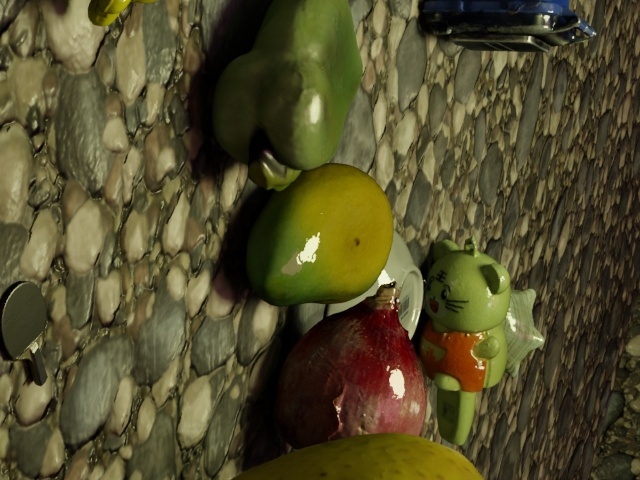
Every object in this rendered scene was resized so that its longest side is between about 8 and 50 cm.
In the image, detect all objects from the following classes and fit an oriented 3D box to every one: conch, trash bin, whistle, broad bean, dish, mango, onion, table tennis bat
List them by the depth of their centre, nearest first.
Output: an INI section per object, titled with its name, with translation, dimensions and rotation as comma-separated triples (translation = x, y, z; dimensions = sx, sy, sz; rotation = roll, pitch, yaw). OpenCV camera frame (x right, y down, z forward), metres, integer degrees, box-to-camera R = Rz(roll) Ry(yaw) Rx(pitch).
[table tennis bat]
translation = -0.203, 0.066, 0.953
dimensions = 0.050, 0.007, 0.083
rotation = -55, 146, -46
[broad bean]
translation = -0.017, -0.134, 1.199
dimensions = 0.169, 0.100, 0.228
rotation = 81, 26, -52
[mango]
translation = 0.001, -0.007, 1.306
dimensions = 0.237, 0.091, 0.137
rotation = 2, 92, -68
[onion]
translation = 0.038, 0.131, 1.368
dimensions = 0.159, 0.159, 0.195
rotation = 3, 102, -68
[dish]
translation = 0.071, 0.071, 1.537
dimensions = 0.191, 0.066, 0.190
rotation = 10, 90, -68
[trash bin]
translation = 0.228, -0.342, 1.601
dimensions = 0.162, 0.184, 0.234
rotation = 0, 94, -69
[whistle]
translation = 0.180, 0.129, 1.763
dimensions = 0.106, 0.131, 0.288
rotation = -9, 114, -35
[conch]
translation = 0.263, 0.112, 1.967
dimensions = 0.234, 0.114, 0.137
rotation = 69, 24, -43

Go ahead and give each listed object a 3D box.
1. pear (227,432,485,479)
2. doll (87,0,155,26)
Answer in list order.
[pear]
translation = 0.007, 0.355, 1.141
dimensions = 0.418, 0.362, 0.362
rotation = -45, 147, -13
[doll]
translation = -0.102, -0.256, 0.929
dimensions = 0.099, 0.135, 0.241
rotation = 30, 77, -48
